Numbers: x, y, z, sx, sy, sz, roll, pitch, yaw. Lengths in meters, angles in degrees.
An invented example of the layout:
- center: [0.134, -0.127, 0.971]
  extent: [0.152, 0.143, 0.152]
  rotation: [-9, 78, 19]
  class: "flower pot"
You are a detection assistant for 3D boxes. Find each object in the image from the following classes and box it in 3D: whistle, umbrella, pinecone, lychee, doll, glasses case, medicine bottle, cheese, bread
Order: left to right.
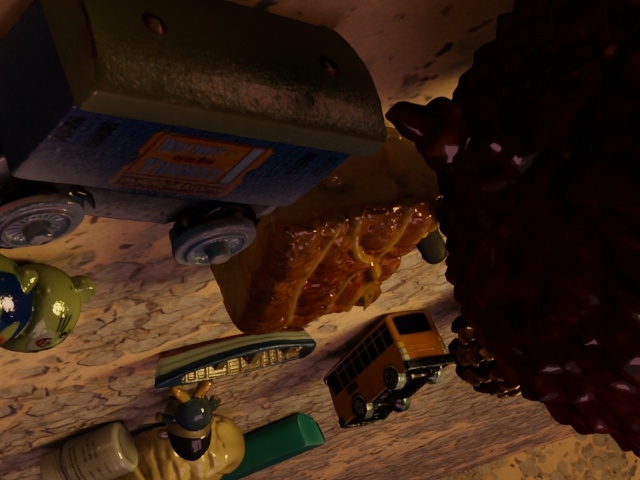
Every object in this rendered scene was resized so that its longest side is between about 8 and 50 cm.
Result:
- center: [-0.304, 0.057, 1.020]
  extent: [0.105, 0.085, 0.227]
  rotation: [-39, 153, 21]
  class: "whistle"
- center: [-0.347, 0.329, 1.666]
  extent: [0.130, 0.080, 0.080]
  rotation: [-23, 159, 8]
  class: "medicine bottle"
- center: [-0.226, 0.358, 1.814]
  extent: [0.214, 0.117, 0.226]
  rotation: [-27, 163, 9]
  class: "cheese"
- center: [-0.193, 0.255, 1.628]
  extent: [0.102, 0.089, 0.179]
  rotation: [-10, 134, -23]
  class: "doll"
- center: [-0.149, 0.401, 2.048]
  extent: [0.301, 0.070, 0.117]
  rotation: [-26, 164, 12]
  class: "glasses case"
- center: [0.000, 0.000, 1.108]
  extent: [0.185, 0.114, 0.274]
  rotation: [-11, 160, -20]
  class: "bread"
- center: [0.129, -0.003, 1.325]
  extent: [0.036, 0.031, 0.133]
  rotation: [-43, 158, -1]
  class: "umbrella"
- center: [0.267, 0.136, 1.625]
  extent: [0.163, 0.163, 0.165]
  rotation: [-18, 147, -4]
  class: "pinecone"
- center: [0.272, -0.041, 0.831]
  extent: [0.500, 0.424, 0.424]
  rotation: [6, 152, -17]
  class: "lychee"

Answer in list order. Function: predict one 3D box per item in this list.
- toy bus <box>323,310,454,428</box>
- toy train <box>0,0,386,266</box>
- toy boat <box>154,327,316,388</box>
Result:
- center: [0.095, 0.195, 1.669]
  extent: [0.098, 0.114, 0.201]
  rotation: [-4, 149, -37]
  class: "toy bus"
- center: [-0.111, -0.076, 0.793]
  extent: [0.300, 0.131, 0.202]
  rotation: [4, 147, -47]
  class: "toy train"
- center: [-0.116, 0.155, 1.481]
  extent: [0.229, 0.046, 0.080]
  rotation: [-9, 158, -25]
  class: "toy boat"
